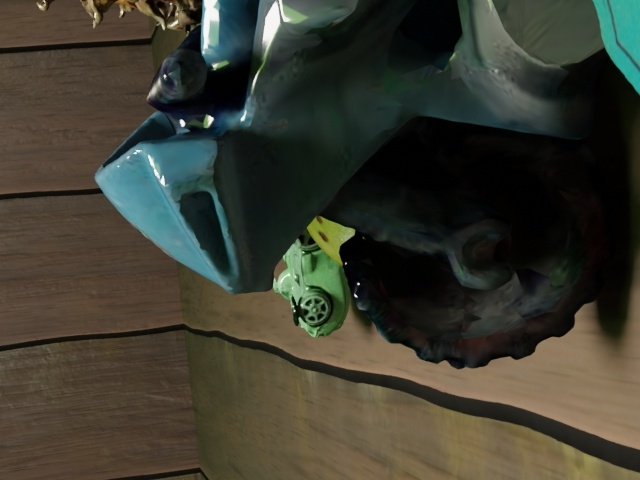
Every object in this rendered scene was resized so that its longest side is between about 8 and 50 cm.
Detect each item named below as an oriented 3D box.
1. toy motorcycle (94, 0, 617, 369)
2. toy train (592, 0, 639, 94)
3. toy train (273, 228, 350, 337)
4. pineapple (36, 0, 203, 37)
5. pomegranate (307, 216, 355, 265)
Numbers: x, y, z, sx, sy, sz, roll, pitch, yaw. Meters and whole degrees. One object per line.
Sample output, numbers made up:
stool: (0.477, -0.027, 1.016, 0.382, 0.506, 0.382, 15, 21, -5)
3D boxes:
toy motorcycle: (0.012, -0.138, 0.527, 0.172, 0.232, 0.416, -99, 6, -73)
toy train: (0.136, -0.079, 0.310, 0.198, 0.107, 0.154, -109, 10, -47)
toy train: (0.000, 0.000, 1.022, 0.099, 0.081, 0.149, -140, 39, -72)
pineapple: (-0.067, -0.153, 0.895, 0.272, 0.262, 0.262, 61, 172, -14)
pomegranate: (0.050, -0.036, 0.707, 0.130, 0.130, 0.130, 174, 90, -77)
